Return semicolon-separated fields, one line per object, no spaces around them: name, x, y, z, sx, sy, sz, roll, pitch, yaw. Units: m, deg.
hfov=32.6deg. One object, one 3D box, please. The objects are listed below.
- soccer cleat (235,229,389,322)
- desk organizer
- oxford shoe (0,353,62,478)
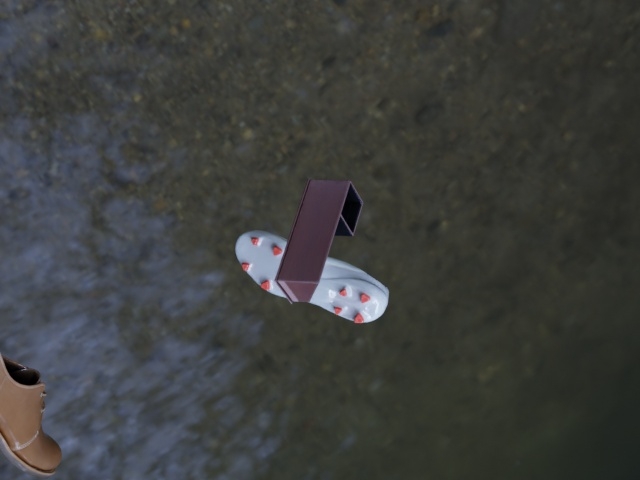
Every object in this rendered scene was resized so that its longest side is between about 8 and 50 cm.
soccer cleat;-0.010;0.042;1.314;0.068;0.196;0.076;-69;168;20
desk organizer;0.000;0.000;1.139;0.047;0.050;0.130;57;43;-50
oxford shoe;-0.290;0.166;1.055;0.076;0.076;0.212;-40;147;-15
